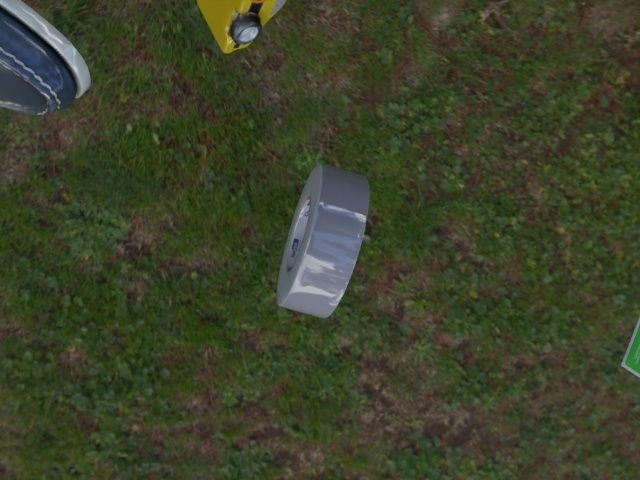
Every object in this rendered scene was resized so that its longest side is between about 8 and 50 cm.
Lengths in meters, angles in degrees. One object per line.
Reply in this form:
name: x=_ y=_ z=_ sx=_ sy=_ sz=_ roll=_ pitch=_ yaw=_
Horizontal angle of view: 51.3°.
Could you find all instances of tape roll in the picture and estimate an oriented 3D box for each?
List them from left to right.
tape roll: x=0.000 y=0.000 z=0.977 sx=0.072 sy=0.219 sz=0.219 roll=15 pitch=111 yaw=-10

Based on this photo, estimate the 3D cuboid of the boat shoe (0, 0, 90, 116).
boat shoe: x=-0.254 y=-0.116 z=0.354 sx=0.255 sy=0.079 sz=0.095 roll=23 pitch=150 yaw=-6

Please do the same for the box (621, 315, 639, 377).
box: x=0.554 y=0.156 z=0.789 sx=0.262 sy=0.231 sz=0.126 roll=9 pitch=105 yaw=-22

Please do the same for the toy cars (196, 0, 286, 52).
toy cars: x=-0.063 y=-0.378 z=0.638 sx=0.087 sy=0.176 sz=0.393 roll=-20 pitch=123 yaw=-31
